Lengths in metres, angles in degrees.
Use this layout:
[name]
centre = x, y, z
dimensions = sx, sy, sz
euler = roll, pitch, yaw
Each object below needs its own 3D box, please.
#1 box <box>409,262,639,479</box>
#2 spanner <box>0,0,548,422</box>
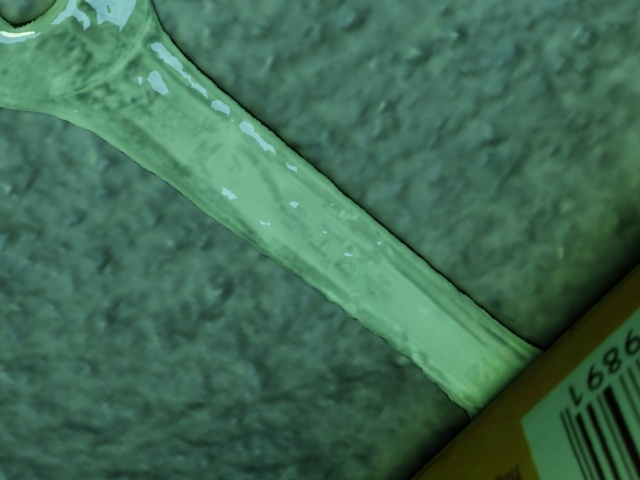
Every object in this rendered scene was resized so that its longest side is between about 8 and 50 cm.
[box]
centre = 0.151, 0.160, 0.520
dimensions = 0.264, 0.116, 0.415
euler = 32, 114, -26
[spanner]
centre = 0.000, 0.000, 0.487
dimensions = 0.071, 0.017, 0.302
euler = -45, 117, 12
